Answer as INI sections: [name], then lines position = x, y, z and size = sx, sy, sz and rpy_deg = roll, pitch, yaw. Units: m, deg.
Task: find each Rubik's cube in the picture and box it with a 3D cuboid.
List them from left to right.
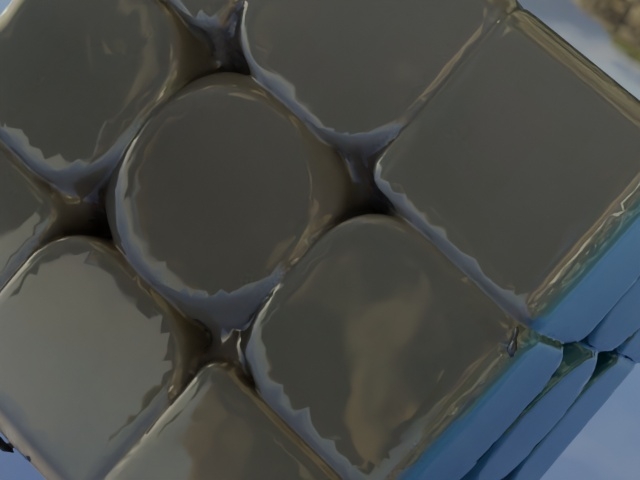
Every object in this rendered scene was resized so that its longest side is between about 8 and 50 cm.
[Rubik's cube]
position = 0.000, 0.000, 0.780
size = 0.291, 0.291, 0.290
rpy_deg = 41, -174, 20
